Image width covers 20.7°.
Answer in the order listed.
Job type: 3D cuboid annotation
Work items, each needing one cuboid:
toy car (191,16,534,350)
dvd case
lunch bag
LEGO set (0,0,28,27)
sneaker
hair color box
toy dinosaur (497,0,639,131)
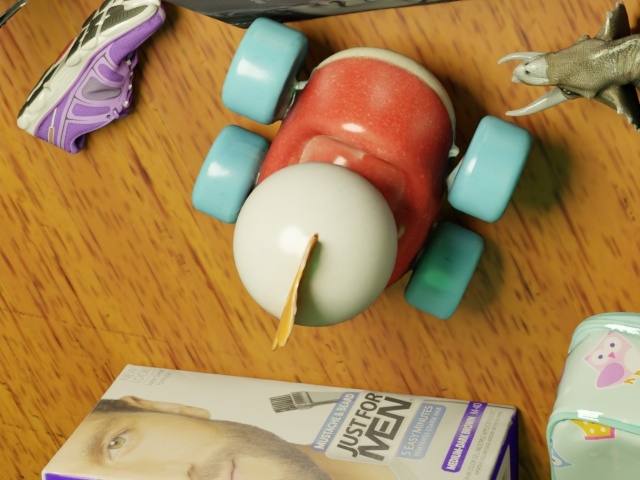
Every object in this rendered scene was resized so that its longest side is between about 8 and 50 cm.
[{"bbox_3d":[0.000,0.000,1.234,0.219,0.238,0.210,25,134,3],"label":"toy car"},{"bbox_3d":[0.016,-0.177,1.213,0.221,0.164,0.018,-6,86,20],"label":"dvd case"},{"bbox_3d":[0.280,0.163,1.248,0.224,0.108,0.279,10,152,17],"label":"lunch bag"},{"bbox_3d":[-0.195,-0.262,1.212,0.331,0.255,0.192,-36,131,26],"label":"LEGO set"},{"bbox_3d":[-0.165,-0.131,1.356,0.071,0.068,0.170,34,129,-17],"label":"sneaker"},{"bbox_3d":[-0.026,0.197,1.381,0.339,0.185,0.110,3,114,16],"label":"hair color box"},{"bbox_3d":[0.291,-0.084,1.192,0.313,0.160,0.121,31,76,-8],"label":"toy dinosaur"}]
